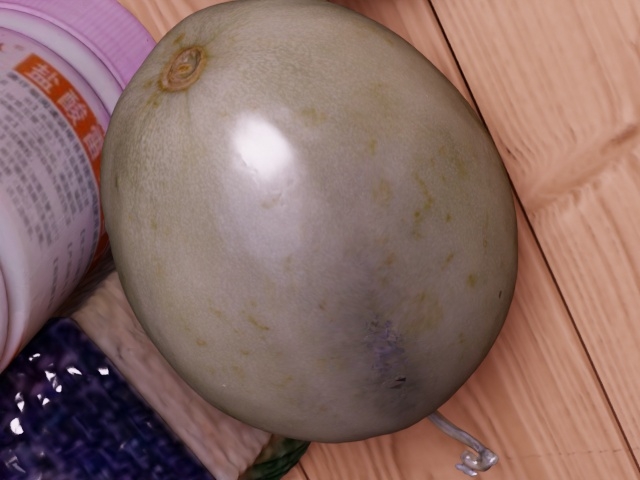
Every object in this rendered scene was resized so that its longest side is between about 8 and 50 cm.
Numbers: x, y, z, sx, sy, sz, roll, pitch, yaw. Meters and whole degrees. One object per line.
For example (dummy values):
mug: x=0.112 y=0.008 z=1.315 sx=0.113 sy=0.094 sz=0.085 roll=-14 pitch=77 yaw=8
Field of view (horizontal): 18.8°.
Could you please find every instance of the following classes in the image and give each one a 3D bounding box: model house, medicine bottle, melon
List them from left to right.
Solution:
medicine bottle: x=-0.234 y=-0.035 z=1.259 sx=0.202 sy=0.316 sz=0.202 roll=8 pitch=119 yaw=15
model house: x=-0.203 y=0.170 z=1.379 sx=0.298 sy=0.284 sz=0.243 roll=-36 pitch=95 yaw=31
melon: x=-0.004 y=-0.011 z=1.218 sx=0.272 sy=0.272 sz=0.308 roll=13 pitch=137 yaw=14
